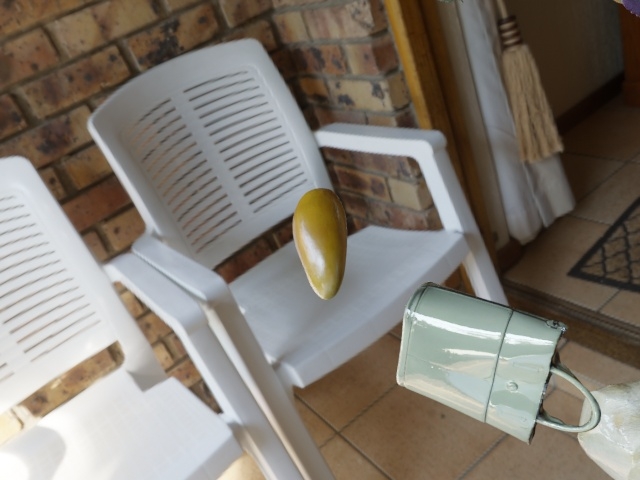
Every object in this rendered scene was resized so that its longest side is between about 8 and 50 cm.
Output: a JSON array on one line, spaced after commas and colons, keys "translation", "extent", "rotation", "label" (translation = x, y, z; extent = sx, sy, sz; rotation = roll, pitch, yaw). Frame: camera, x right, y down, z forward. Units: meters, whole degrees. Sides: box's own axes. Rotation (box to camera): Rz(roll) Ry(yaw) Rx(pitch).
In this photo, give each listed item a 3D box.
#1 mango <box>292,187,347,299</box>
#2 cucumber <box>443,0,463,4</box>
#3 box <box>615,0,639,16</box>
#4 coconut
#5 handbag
[{"translation": [0.000, 0.000, 0.953], "extent": [0.084, 0.102, 0.184], "rotation": [6, 59, -15], "label": "mango"}, {"translation": [0.119, -0.343, 0.758], "extent": [0.039, 0.168, 0.039], "rotation": [-50, 22, 29], "label": "cucumber"}, {"translation": [0.424, -0.471, 0.995], "extent": [0.134, 0.097, 0.345], "rotation": [6, 35, -29], "label": "box"}, {"translation": [0.743, 0.461, 1.447], "extent": [0.247, 0.245, 0.245], "rotation": [-18, 28, -1], "label": "coconut"}, {"translation": [0.281, 0.198, 0.957], "extent": [0.315, 0.241, 0.109], "rotation": [17, 34, 25], "label": "handbag"}]
